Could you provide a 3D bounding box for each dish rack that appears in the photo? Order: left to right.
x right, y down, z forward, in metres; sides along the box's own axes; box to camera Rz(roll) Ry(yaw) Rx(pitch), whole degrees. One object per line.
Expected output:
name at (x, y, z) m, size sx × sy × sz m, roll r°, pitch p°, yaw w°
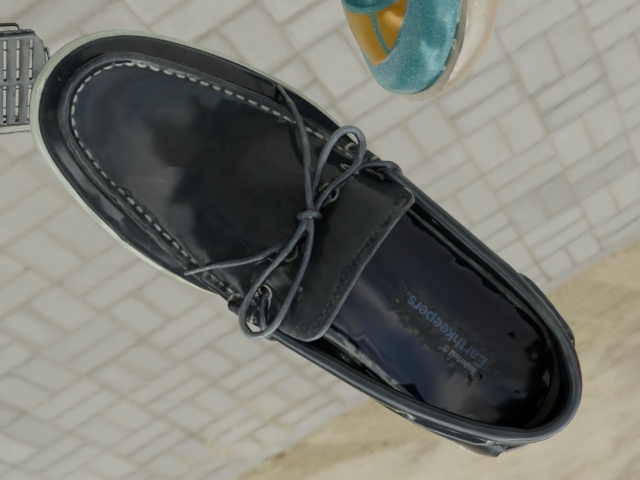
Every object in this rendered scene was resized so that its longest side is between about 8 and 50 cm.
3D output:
dish rack at (-0.430, -0.148, 1.211) m, size 0.271 × 0.074 × 0.208 m, roll -9°, pitch 156°, yaw -20°

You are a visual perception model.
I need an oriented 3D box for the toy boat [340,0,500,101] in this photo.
toy boat at (0.041, -0.271, 1.019) m, size 0.148 × 0.318 × 0.267 m, roll -16°, pitch 123°, yaw -21°

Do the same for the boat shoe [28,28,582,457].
boat shoe at (0.000, 0.000, 0.851) m, size 0.187 × 0.500 × 0.156 m, roll -54°, pitch -175°, yaw -6°
